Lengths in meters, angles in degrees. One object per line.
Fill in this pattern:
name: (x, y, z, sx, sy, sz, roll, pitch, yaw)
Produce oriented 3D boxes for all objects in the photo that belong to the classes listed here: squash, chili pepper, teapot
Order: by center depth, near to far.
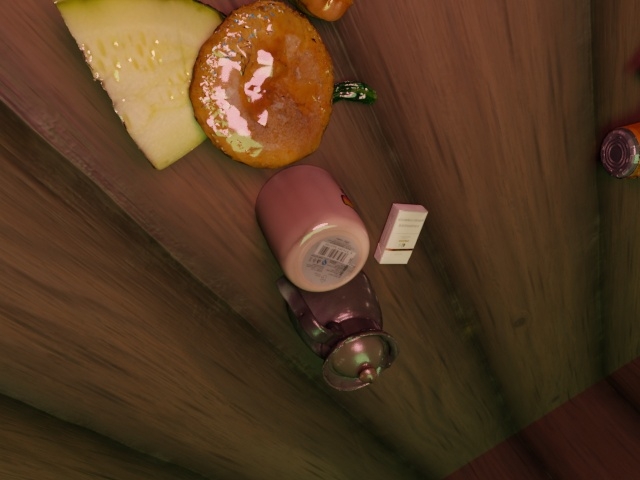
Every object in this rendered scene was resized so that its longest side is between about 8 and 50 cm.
squash: (-0.201, -0.256, 0.592, 0.154, 0.204, 0.237, -7, 132, 10)
chili pepper: (0.050, -0.268, 0.761, 0.117, 0.035, 0.056, -19, 130, -8)
teapot: (0.052, 0.180, 0.918, 0.223, 0.285, 0.306, -21, 130, -8)

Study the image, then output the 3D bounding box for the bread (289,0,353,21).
bread: (-0.050, -0.415, 0.581, 0.245, 0.094, 0.102, 24, 106, -34)

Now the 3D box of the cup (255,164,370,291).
cup: (0.000, 0.000, 0.824, 0.191, 0.200, 0.253, -34, 130, 3)

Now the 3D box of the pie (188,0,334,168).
pie: (-0.077, -0.242, 0.656, 0.273, 0.069, 0.274, -10, 106, -39)

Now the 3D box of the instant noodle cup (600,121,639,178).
instant noodle cup: (0.803, -0.226, 1.031, 0.125, 0.178, 0.208, -9, 108, 0)

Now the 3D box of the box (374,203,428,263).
box: (0.195, -0.013, 1.000, 0.083, 0.040, 0.155, 0, 124, -25)
